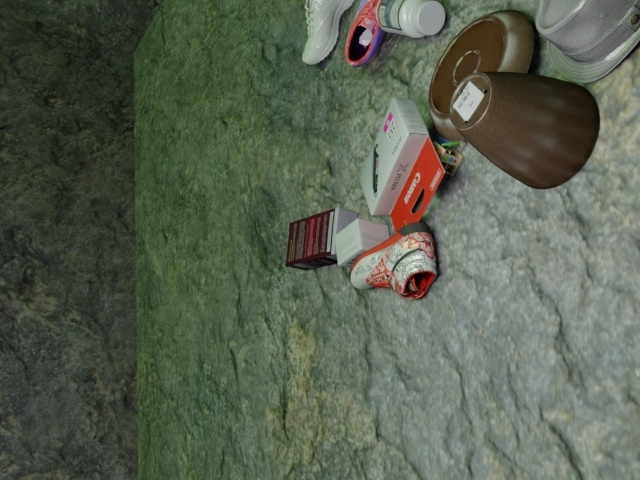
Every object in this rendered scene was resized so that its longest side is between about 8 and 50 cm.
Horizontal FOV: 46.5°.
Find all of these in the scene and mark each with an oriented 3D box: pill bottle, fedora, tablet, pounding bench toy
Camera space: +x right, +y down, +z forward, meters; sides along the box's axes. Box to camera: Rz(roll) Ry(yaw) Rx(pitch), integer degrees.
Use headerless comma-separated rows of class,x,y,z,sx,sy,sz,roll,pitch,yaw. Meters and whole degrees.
pill bottle,0.226,-0.561,1.850,0.180,0.107,0.108,37,109,55
fedora,0.492,-0.443,1.377,0.275,0.124,0.244,-53,38,31
tablet,0.289,-0.253,1.728,0.054,0.006,0.083,-4,74,57
pounding bench toy,0.280,-0.197,1.666,0.083,0.065,0.052,-63,34,19

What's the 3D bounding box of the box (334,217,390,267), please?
box,0.104,0.012,1.822,0.101,0.101,0.087,-38,50,45

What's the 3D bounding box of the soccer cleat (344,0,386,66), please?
soccer cleat,0.145,-0.603,1.946,0.116,0.108,0.318,-59,-7,-63

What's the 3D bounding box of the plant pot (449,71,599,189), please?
plant pot,0.360,-0.227,1.399,0.215,0.230,0.216,-28,55,50

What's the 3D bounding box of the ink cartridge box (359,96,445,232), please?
ink cartridge box,0.181,-0.151,1.737,0.275,0.060,0.239,112,153,-46

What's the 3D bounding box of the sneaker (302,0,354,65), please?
sneaker,0.001,-0.671,2.220,0.111,0.129,0.297,44,117,52

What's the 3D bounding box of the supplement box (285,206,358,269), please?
supplement box,0.000,0.000,2.015,0.239,0.073,0.130,-14,66,54

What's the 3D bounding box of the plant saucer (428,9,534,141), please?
plant saucer,0.332,-0.368,1.625,0.310,0.050,0.311,-41,37,41

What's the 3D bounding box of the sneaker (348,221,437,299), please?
sneaker,0.162,0.083,1.716,0.270,0.090,0.145,-40,44,39
